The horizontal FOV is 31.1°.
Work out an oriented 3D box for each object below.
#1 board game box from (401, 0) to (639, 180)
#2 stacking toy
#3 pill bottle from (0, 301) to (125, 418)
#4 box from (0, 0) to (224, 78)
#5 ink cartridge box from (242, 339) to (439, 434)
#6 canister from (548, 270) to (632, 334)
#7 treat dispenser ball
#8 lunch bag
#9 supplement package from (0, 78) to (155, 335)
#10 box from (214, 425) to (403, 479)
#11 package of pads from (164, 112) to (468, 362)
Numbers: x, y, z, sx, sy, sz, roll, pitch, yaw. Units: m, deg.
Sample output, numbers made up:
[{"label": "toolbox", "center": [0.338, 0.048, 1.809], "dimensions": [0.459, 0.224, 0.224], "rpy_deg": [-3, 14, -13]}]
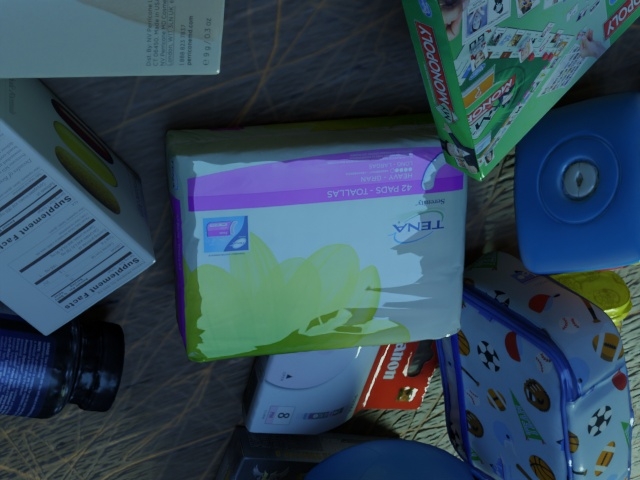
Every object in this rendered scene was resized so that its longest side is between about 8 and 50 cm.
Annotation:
[{"label": "board game box", "center": [0.204, -0.229, 0.980], "dimensions": [0.317, 0.046, 0.213], "rpy_deg": [-45, 143, -18]}, {"label": "stacking toy", "center": [0.352, -0.033, 1.235], "dimensions": [0.165, 0.175, 0.301], "rpy_deg": [-10, 163, 40]}, {"label": "pill bottle", "center": [-0.315, 0.114, 1.158], "dimensions": [0.219, 0.123, 0.123], "rpy_deg": [12, 123, -24]}, {"label": "box", "center": [-0.239, -0.212, 0.912], "dimensions": [0.311, 0.148, 0.121], "rpy_deg": [-4, 127, -15]}, {"label": "ink cartridge box", "center": [0.042, 0.144, 1.335], "dimensions": [0.232, 0.066, 0.189], "rpy_deg": [7, 124, -17]}, {"label": "canister", "center": [0.298, 0.125, 1.383], "dimensions": [0.126, 0.073, 0.170], "rpy_deg": [-10, 131, -9]}, {"label": "treat dispenser ball", "center": [0.084, 0.370, 1.299], "dimensions": [0.288, 0.288, 0.288], "rpy_deg": [-8, 129, -10]}, {"label": "lunch bag", "center": [0.228, 0.173, 1.297], "dimensions": [0.115, 0.243, 0.303], "rpy_deg": [-29, 129, -27]}, {"label": "supplement package", "center": [-0.278, -0.055, 1.026], "dimensions": [0.133, 0.139, 0.244], "rpy_deg": [-33, 130, 11]}, {"label": "box", "center": [-0.020, 0.324, 1.454], "dimensions": [0.231, 0.056, 0.183], "rpy_deg": [8, 125, -23]}, {"label": "package of pads", "center": [0.000, 0.000, 1.150], "dimensions": [0.296, 0.101, 0.229], "rpy_deg": [-5, 114, -12]}]
